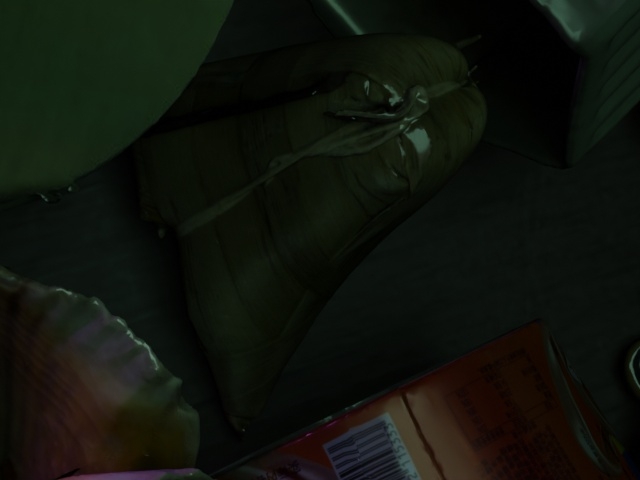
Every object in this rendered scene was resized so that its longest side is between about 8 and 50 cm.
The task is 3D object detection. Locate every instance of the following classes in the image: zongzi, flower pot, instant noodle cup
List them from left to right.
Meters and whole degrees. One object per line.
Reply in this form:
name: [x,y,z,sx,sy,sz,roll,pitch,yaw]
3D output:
zongzi: [0.000,0.000,0.915,0.099,0.194,0.197,-15,95,-49]
instant noodle cup: [0.063,0.163,0.892,0.250,0.250,0.192,-24,86,-19]
flower pot: [0.108,-0.179,0.943,0.189,0.239,0.209,-43,128,-17]

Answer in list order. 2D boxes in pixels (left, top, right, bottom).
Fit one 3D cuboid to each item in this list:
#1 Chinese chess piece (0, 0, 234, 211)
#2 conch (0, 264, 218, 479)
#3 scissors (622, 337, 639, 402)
Chinese chess piece: [-0.187,-0.181,0.813,0.349,0.146,0.349,-11,106,-42]
conch: [-0.219,0.114,0.811,0.324,0.186,0.263,-17,102,-17]
scissors: [0.280,0.091,1.070,0.220,0.017,0.088,25,78,-9]
